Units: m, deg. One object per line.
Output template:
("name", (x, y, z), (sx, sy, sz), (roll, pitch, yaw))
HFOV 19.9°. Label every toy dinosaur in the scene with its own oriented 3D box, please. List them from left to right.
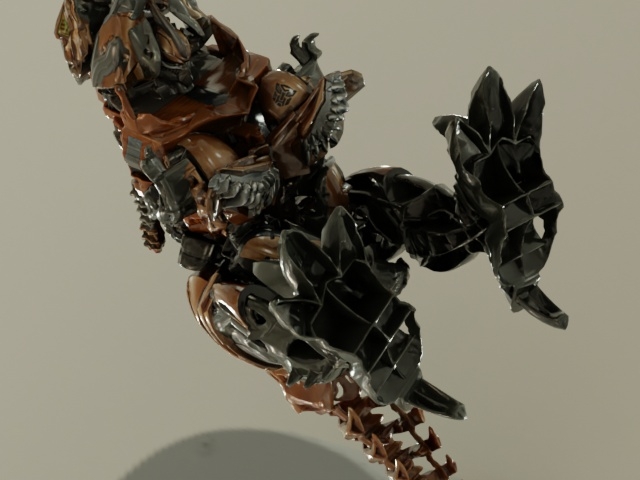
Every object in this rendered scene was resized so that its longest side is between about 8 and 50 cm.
("toy dinosaur", (0.000, 0.000, 0.874), (0.218, 0.322, 0.164), (-2, -125, 55))
